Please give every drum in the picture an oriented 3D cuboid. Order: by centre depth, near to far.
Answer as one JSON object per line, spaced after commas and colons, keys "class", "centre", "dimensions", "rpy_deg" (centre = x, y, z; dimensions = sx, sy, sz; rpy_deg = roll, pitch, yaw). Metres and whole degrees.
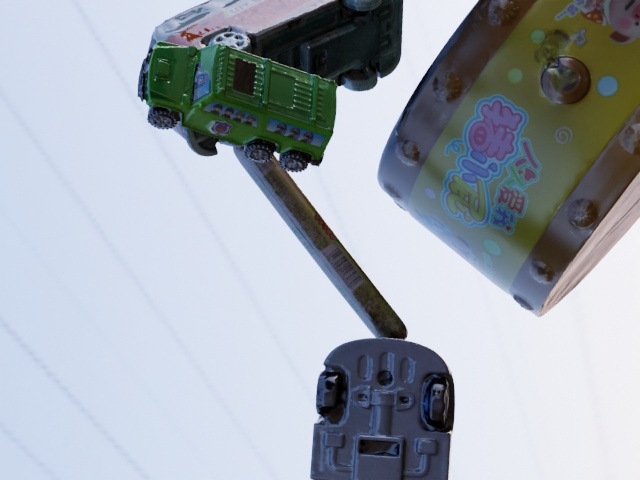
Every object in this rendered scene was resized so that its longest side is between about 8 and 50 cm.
{"class": "drum", "centre": [0.267, -0.143, 1.746], "dimensions": [0.431, 0.214, 0.431], "rpy_deg": [-47, -13, -14]}

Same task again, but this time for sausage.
{"class": "sausage", "centre": [0.000, 0.000, 1.662], "dimensions": [0.033, 0.269, 0.033], "rpy_deg": [-38, -1, -1]}

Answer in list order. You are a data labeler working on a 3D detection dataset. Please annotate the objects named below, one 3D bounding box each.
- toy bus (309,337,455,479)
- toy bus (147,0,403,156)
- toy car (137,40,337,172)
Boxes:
{"class": "toy bus", "centre": [0.063, 0.196, 1.619], "dimensions": [0.136, 0.126, 0.210], "rpy_deg": [22, -109, -78]}
{"class": "toy bus", "centre": [-0.048, -0.183, 1.664], "dimensions": [0.265, 0.120, 0.121], "rpy_deg": [-28, -42, -29]}
{"class": "toy car", "centre": [-0.064, -0.114, 1.409], "dimensions": [0.062, 0.165, 0.071], "rpy_deg": [132, 149, -50]}
